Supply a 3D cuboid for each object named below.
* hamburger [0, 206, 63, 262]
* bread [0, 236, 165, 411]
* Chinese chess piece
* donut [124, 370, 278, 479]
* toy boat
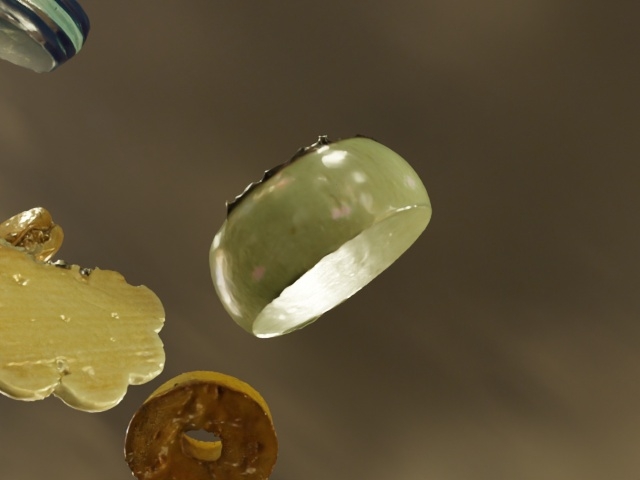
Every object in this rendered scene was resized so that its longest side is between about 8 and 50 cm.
[{"bbox_3d":[-0.482,0.012,0.804,0.138,0.147,0.083,-31,-66,-10],"label":"hamburger"},{"bbox_3d":[-0.279,0.094,0.548,0.039,0.182,0.251,-33,-41,25],"label":"bread"},{"bbox_3d":[0.000,0.000,0.775,0.146,0.349,0.349,54,-53,18],"label":"Chinese chess piece"},{"bbox_3d":[-0.217,0.364,0.960,0.277,0.108,0.277,-1,-72,-3],"label":"donut"},{"bbox_3d":[-0.259,-0.303,0.416,0.067,0.220,0.291,-4,-101,11],"label":"toy boat"}]
